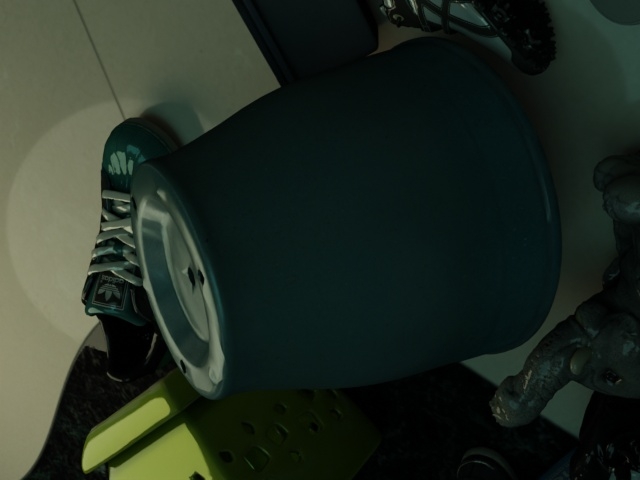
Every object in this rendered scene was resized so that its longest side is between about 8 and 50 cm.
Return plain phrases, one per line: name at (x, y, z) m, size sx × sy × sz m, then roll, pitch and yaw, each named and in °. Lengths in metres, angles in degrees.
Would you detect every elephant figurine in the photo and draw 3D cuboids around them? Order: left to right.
elephant figurine at (0.271, 0.057, 0.712) m, size 0.186 × 0.169 × 0.240 m, roll 24°, pitch 120°, yaw 33°

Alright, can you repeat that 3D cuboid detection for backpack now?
backpack at (0.322, 0.198, 0.779) m, size 0.182 × 0.152 × 0.115 m, roll 26°, pitch 141°, yaw 10°

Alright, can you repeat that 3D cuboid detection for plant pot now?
plant pot at (-0.108, 0.229, 0.969) m, size 0.227 × 0.228 × 0.207 m, roll -37°, pitch 88°, yaw 37°
plant pot at (0.000, 0.000, 0.690) m, size 0.271 × 0.255 × 0.272 m, roll 43°, pitch 143°, yaw 46°

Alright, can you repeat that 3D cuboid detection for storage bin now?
storage bin at (-0.010, -0.202, 0.759) m, size 0.091 × 0.098 × 0.135 m, roll -21°, pitch 120°, yaw 16°

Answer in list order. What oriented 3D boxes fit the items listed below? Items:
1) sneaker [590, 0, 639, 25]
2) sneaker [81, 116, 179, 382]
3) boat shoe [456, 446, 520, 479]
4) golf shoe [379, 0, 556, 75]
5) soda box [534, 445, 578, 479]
sneaker at (0.203, -0.219, 0.587) m, size 0.087 × 0.092 × 0.229 m, roll 20°, pitch 159°, yaw 24°
sneaker at (-0.199, 0.022, 0.962) m, size 0.108 × 0.121 × 0.302 m, roll 11°, pitch 120°, yaw 23°
boat shoe at (0.211, 0.318, 0.939) m, size 0.075 × 0.065 × 0.206 m, roll -32°, pitch 98°, yaw 37°
golf shoe at (0.105, -0.198, 0.717) m, size 0.198 × 0.077 × 0.094 m, roll 48°, pitch 139°, yaw 5°
soda box at (0.202, 0.301, 0.865) m, size 0.210 × 0.071 × 0.067 m, roll -40°, pitch 93°, yaw 2°
